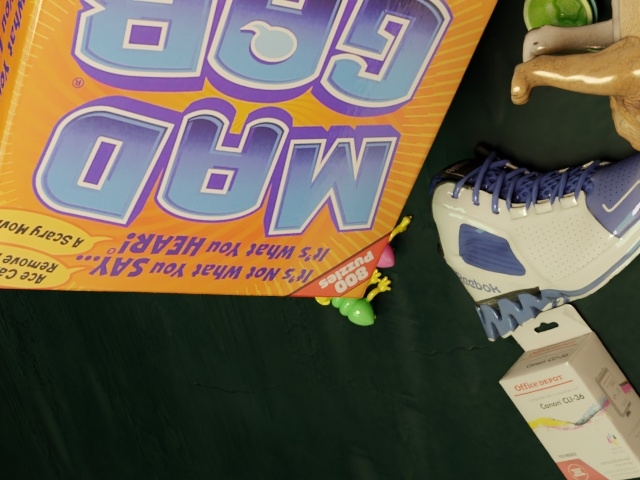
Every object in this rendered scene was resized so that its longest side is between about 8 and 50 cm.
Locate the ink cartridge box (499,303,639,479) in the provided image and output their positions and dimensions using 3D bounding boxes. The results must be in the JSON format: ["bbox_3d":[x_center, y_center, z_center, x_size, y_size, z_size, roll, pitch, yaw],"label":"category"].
[{"bbox_3d":[0.287,0.178,1.226,0.198,0.067,0.115,54,142,-5],"label":"ink cartridge box"}]

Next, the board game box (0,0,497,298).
[{"bbox_3d":[-0.121,-0.200,0.917,0.356,0.356,0.357,54,131,45],"label":"board game box"}]

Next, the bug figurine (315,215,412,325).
[{"bbox_3d":[0.000,0.000,1.356,0.216,0.072,0.279,36,139,17],"label":"bug figurine"}]

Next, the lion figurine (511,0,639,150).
[{"bbox_3d":[0.279,-0.223,0.854,0.240,0.142,0.392,3,118,18],"label":"lion figurine"}]

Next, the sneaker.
[{"bbox_3d":[0.208,-0.027,1.091,0.182,0.127,0.315,47,143,0],"label":"sneaker"}]

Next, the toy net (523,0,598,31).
[{"bbox_3d":[0.188,-0.287,0.966,0.232,0.045,0.122,51,142,-1],"label":"toy net"}]
